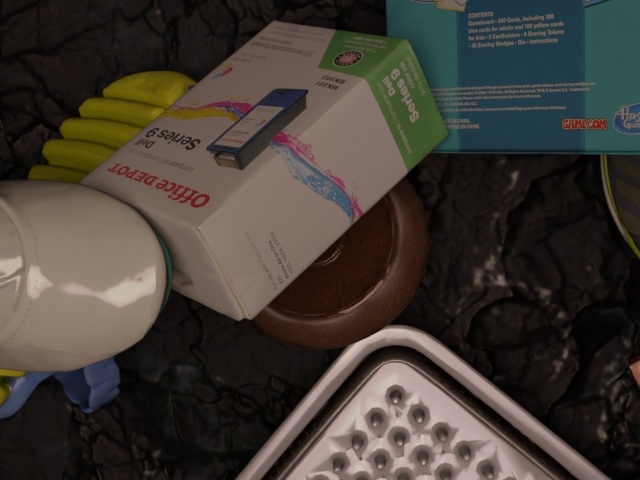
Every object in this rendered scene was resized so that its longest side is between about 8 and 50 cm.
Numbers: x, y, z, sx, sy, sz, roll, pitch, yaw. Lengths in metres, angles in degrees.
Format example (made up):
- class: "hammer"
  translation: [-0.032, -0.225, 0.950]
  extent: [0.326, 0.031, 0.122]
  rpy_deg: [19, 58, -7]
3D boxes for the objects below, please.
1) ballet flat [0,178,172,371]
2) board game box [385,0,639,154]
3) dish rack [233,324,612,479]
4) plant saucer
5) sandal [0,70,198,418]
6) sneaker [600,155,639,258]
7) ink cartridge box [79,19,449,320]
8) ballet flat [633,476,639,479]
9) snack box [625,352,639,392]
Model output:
- class: "ballet flat"
  translation: [-0.284, 0.011, 0.876]
  extent: [0.400, 0.139, 0.139]
  rpy_deg: [10, 99, 37]
- class: "board game box"
  translation: [0.160, -0.229, 0.870]
  extent: [0.254, 0.079, 0.335]
  rpy_deg: [5, 100, 46]
- class: "dish rack"
  translation: [0.059, 0.257, 1.011]
  extent: [0.285, 0.072, 0.333]
  rpy_deg: [39, 98, -1]
- class: "plant saucer"
  translation: [0.000, 0.000, 0.973]
  extent: [0.169, 0.029, 0.168]
  rpy_deg: [-4, 75, 14]
- class: "sandal"
  translation: [-0.176, 0.012, 0.986]
  extent: [0.138, 0.126, 0.317]
  rpy_deg: [32, 91, -38]
- class: "sneaker"
  translation: [0.260, -0.098, 0.930]
  extent: [0.111, 0.121, 0.299]
  rpy_deg: [-17, 96, 6]
- class: "ink cartridge box"
  translation: [-0.040, -0.057, 0.887]
  extent: [0.212, 0.154, 0.093]
  rpy_deg: [-44, 128, -22]
- class: "ballet flat"
  translation: [0.250, 0.268, 1.020]
  extent: [0.049, 0.057, 0.173]
  rpy_deg: [14, 101, -39]
- class: "snack box"
  translation: [0.341, 0.088, 0.998]
  extent: [0.178, 0.022, 0.064]
  rpy_deg: [-26, 96, 6]
